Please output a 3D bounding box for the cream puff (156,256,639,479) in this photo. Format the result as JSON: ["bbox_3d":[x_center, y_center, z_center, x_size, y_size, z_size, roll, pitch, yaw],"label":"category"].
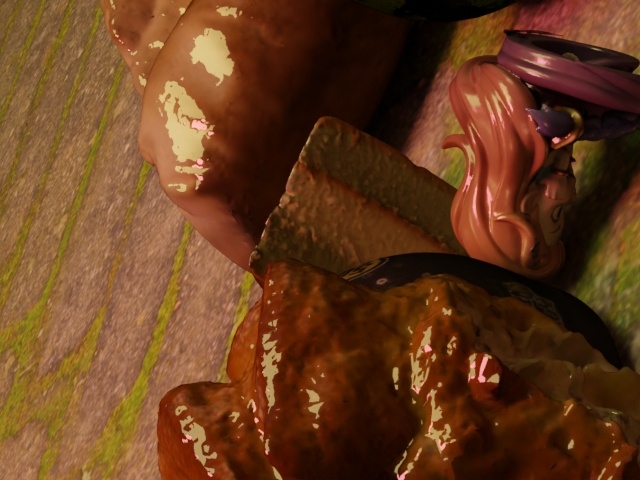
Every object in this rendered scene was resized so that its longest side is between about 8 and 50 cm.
[{"bbox_3d":[0.060,0.127,0.813,0.155,0.269,0.241,-68,-19,-65],"label":"cream puff"}]

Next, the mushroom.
[{"bbox_3d":[-0.013,-0.165,1.458,0.314,0.224,0.397,-38,35,19],"label":"mushroom"}]

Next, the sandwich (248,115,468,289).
[{"bbox_3d":[0.000,0.000,1.252,0.117,0.144,0.187,-63,21,-11],"label":"sandwich"}]

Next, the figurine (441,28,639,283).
[{"bbox_3d":[0.117,-0.052,1.084,0.157,0.114,0.126,-56,6,19],"label":"figurine"}]

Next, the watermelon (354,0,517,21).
[{"bbox_3d":[0.077,-0.281,1.269,0.269,0.269,0.269,-49,24,31],"label":"watermelon"}]

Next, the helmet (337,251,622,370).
[{"bbox_3d":[0.035,0.119,0.995,0.230,0.160,0.279,-46,26,33],"label":"helmet"}]
